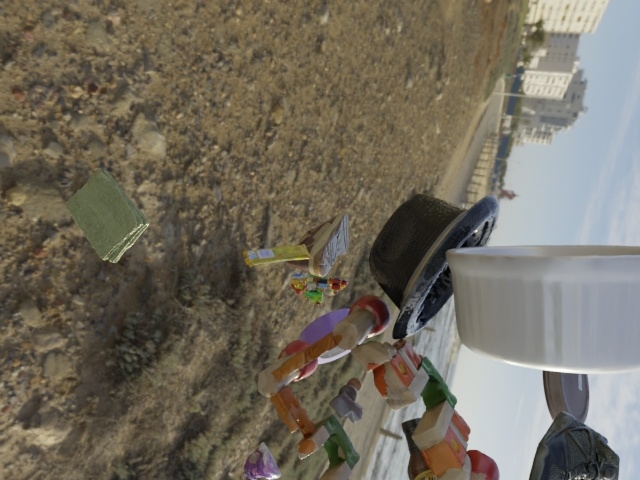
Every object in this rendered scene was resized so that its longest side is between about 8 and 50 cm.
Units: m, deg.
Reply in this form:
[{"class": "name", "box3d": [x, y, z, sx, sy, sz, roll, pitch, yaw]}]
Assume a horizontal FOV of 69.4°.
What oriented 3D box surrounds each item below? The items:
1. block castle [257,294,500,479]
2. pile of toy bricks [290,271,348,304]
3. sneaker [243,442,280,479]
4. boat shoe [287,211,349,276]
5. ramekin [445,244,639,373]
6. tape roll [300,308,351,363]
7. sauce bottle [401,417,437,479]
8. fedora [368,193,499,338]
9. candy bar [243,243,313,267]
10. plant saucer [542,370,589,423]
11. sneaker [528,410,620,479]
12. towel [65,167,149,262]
[{"class": "block castle", "box3d": [0.116, 0.363, 0.939, 0.303, 0.453, 0.213, -38, 170, 25]}, {"class": "pile of toy bricks", "box3d": [-0.013, 0.181, 1.683, 0.118, 0.212, 0.105, -23, 118, -78]}, {"class": "sneaker", "box3d": [-0.202, 0.752, 1.532, 0.104, 0.095, 0.236, -29, 174, -17]}, {"class": "boat shoe", "box3d": [0.000, 0.000, 1.340, 0.342, 0.123, 0.123, -52, 143, -59]}, {"class": "ramekin", "box3d": [0.312, 0.078, 0.617, 0.277, 0.277, 0.135, -7, 95, -70]}, {"class": "tape roll", "box3d": [0.038, 0.294, 1.411, 0.189, 0.080, 0.189, -21, 147, -14]}, {"class": "sauce bottle", "box3d": [0.286, 0.638, 1.182, 0.111, 0.111, 0.344, 70, 4, -57]}, {"class": "fedora", "box3d": [0.192, 0.027, 0.886, 0.334, 0.152, 0.334, -40, 153, -26]}, {"class": "candy bar", "box3d": [-0.085, 0.029, 0.945, 0.161, 0.040, 0.018, -6, 147, -39]}, {"class": "plant saucer", "box3d": [0.715, 0.410, 1.333, 0.278, 0.041, 0.278, 13, 71, -42]}, {"class": "sneaker", "box3d": [0.470, 0.419, 0.855, 0.227, 0.130, 0.087, -20, 120, -42]}, {"class": "towel", "box3d": [-0.379, -0.044, 0.819, 0.110, 0.148, 0.027, -43, 170, 6]}]
